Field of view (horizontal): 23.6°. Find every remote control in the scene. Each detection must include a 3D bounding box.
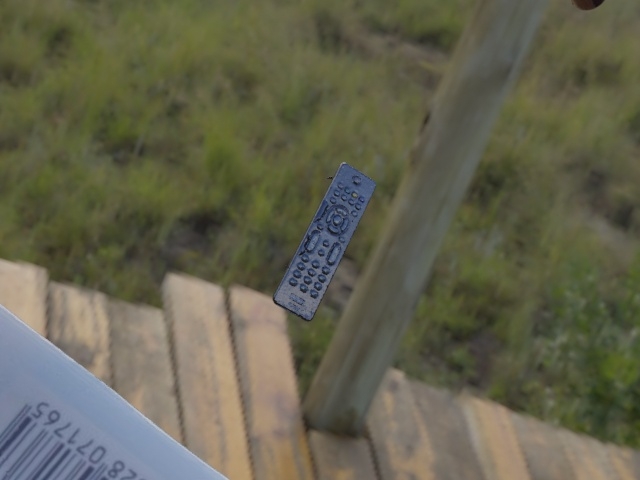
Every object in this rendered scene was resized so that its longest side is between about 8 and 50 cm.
[{"bbox_3d":[0.000,0.000,0.879,0.034,0.091,0.016,31,-8,-30],"label":"remote control"}]

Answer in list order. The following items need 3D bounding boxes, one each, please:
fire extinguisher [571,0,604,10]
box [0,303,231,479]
[{"bbox_3d":[0.162,-0.226,1.064,0.035,0.049,0.173,25,-12,37],"label":"fire extinguisher"},{"bbox_3d":[-0.118,0.072,0.563,0.243,0.067,0.155,34,-18,19],"label":"box"}]
